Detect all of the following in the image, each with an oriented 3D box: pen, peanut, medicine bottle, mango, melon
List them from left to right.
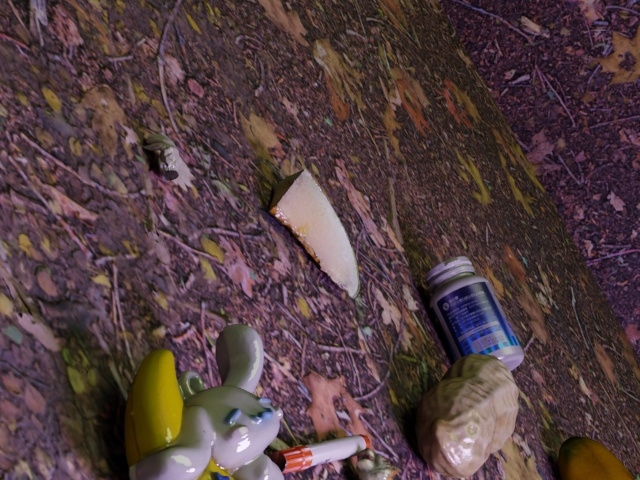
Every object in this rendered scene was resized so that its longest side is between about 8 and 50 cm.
[{"bbox_3d":[0.000,-0.006,1.877,0.182,0.054,0.098,49,27,-21],"label":"melon"},{"bbox_3d":[0.002,0.242,1.546,0.028,0.028,0.239,63,20,14],"label":"pen"},{"bbox_3d":[0.206,0.247,1.893,0.136,0.120,0.298,54,22,4],"label":"peanut"},{"bbox_3d":[0.240,0.126,2.163,0.107,0.107,0.191,19,43,-60],"label":"medicine bottle"},{"bbox_3d":[0.474,0.427,2.257,0.151,0.120,0.221,40,19,-38],"label":"mango"}]

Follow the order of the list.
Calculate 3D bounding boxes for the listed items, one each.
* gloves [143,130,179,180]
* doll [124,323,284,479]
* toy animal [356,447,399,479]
[{"bbox_3d":[-0.184,-0.097,1.606,0.081,0.037,0.044,60,-17,22],"label":"gloves"},{"bbox_3d":[-0.092,0.200,1.267,0.252,0.111,0.237,-12,70,-60],"label":"doll"},{"bbox_3d":[0.092,0.350,1.553,0.099,0.057,0.241,11,52,-64],"label":"toy animal"}]
